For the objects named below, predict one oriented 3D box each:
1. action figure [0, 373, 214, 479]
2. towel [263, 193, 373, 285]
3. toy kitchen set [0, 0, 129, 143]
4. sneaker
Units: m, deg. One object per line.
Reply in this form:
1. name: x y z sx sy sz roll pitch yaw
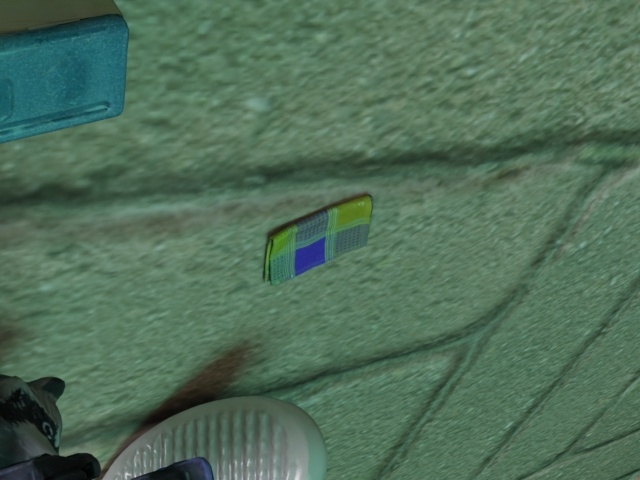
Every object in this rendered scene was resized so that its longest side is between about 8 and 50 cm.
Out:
1. action figure: -0.218 0.083 0.417 0.341 0.179 0.330 -19 162 23
2. towel: 0.000 0.000 0.673 0.083 0.009 0.060 -22 148 -22
3. toy kitchen set: -0.097 -0.078 0.308 0.122 0.166 0.207 -18 146 -28
4. sneaker: -0.107 0.238 0.805 0.366 0.135 0.150 -42 158 28
